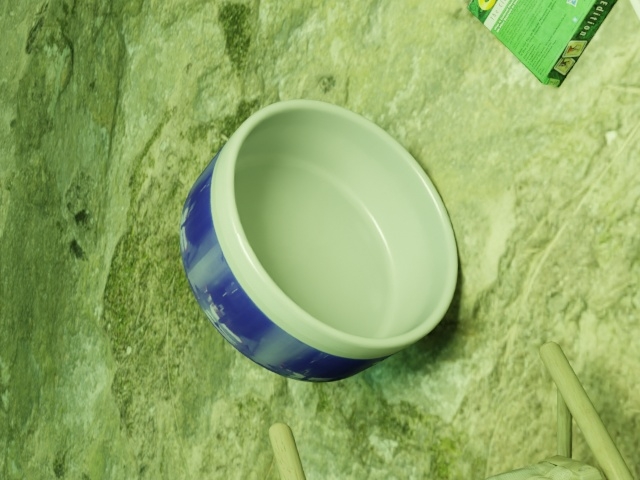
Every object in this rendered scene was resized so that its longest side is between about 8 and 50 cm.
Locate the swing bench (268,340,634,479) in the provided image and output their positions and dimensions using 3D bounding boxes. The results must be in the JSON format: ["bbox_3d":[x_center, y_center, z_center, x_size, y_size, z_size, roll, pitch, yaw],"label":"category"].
[{"bbox_3d":[0.116,0.237,0.738,0.255,0.253,0.165,-117,16,-57],"label":"swing bench"}]

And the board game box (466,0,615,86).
[{"bbox_3d":[0.237,-0.281,0.890,0.136,0.030,0.260,56,129,36],"label":"board game box"}]

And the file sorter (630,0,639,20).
[{"bbox_3d":[0.357,-0.178,0.604,0.277,0.173,0.193,-41,56,42],"label":"file sorter"}]

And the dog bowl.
[{"bbox_3d":[0.000,0.000,0.981,0.104,0.264,0.265,-40,57,46],"label":"dog bowl"}]
